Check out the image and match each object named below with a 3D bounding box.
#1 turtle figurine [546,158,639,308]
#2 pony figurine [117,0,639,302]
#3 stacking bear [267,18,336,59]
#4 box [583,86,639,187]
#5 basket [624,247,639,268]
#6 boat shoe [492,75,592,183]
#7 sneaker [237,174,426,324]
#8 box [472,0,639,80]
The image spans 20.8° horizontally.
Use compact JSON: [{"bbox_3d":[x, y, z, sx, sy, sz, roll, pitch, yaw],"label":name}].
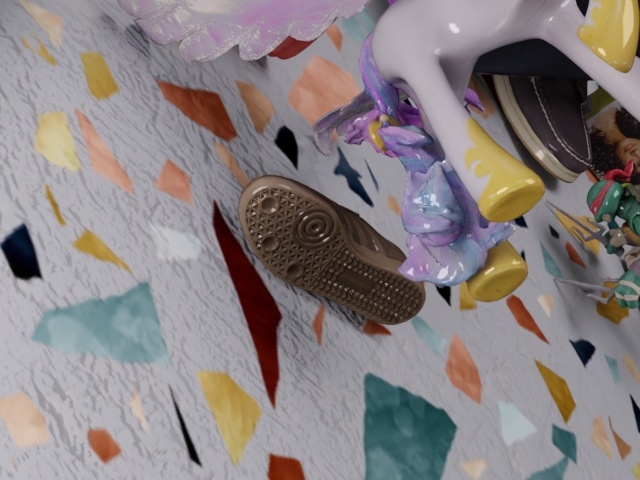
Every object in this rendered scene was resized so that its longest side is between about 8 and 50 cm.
[{"bbox_3d":[0.324,0.010,1.661,0.234,0.118,0.175,29,25,6],"label":"turtle figurine"},{"bbox_3d":[0.083,-0.148,1.235,0.303,0.351,0.363,22,38,-50],"label":"pony figurine"},{"bbox_3d":[-0.099,-0.284,1.323,0.289,0.164,0.175,21,44,-41],"label":"stacking bear"},{"bbox_3d":[0.366,-0.068,1.900,0.232,0.087,0.058,45,28,-19],"label":"box"},{"bbox_3d":[0.410,0.046,1.823,0.167,0.113,0.103,18,45,-50],"label":"basket"},{"bbox_3d":[0.234,-0.192,1.808,0.103,0.092,0.285,29,39,-42],"label":"boat shoe"},{"bbox_3d":[0.000,0.000,1.293,0.188,0.066,0.071,38,14,-37],"label":"sneaker"},{"bbox_3d":[0.236,-0.321,1.729,0.294,0.182,0.296,0,54,-20],"label":"box"}]
